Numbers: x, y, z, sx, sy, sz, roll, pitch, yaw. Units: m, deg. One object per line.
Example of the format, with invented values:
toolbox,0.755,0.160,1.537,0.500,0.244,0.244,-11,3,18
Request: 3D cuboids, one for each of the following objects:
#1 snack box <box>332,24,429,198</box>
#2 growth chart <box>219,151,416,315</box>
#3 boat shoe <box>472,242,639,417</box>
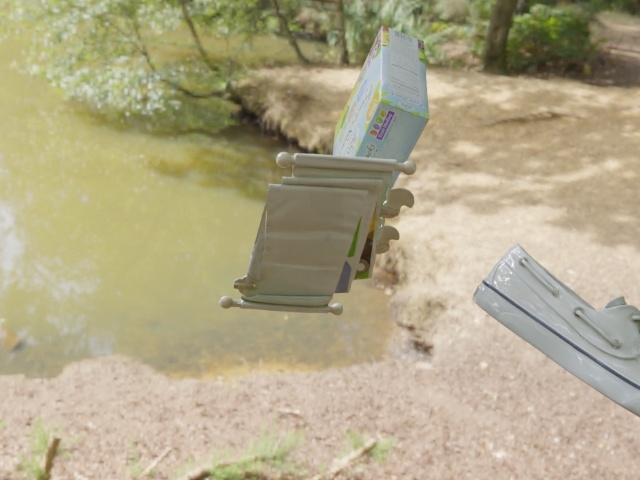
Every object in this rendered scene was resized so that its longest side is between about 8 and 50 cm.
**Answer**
snack box,0.074,-0.153,1.052,0.070,0.174,0.207,17,38,-11
growth chart,0.000,0.000,0.892,0.172,0.237,0.021,9,36,-19
boat shoe,0.276,0.095,0.781,0.267,0.088,0.096,36,8,34
